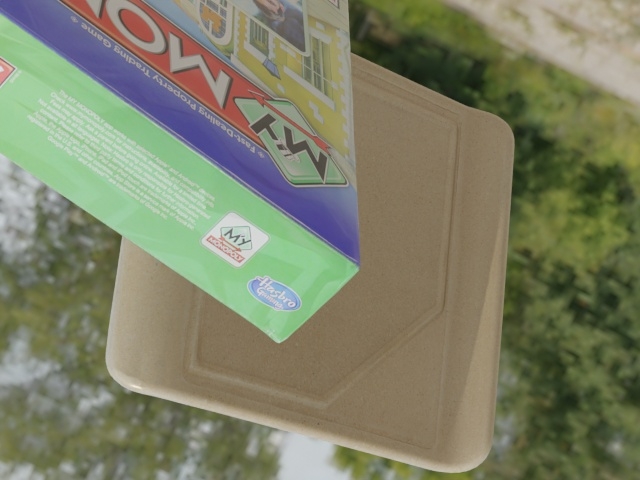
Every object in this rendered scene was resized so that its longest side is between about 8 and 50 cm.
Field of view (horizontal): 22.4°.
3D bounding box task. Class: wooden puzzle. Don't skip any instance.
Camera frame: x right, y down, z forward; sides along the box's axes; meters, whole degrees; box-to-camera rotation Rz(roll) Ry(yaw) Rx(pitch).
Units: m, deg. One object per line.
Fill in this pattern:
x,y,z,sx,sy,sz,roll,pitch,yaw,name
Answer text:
0.000,0.000,0.887,0.238,0.221,0.044,18,158,-32,wooden puzzle

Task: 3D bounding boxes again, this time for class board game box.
-0.119,-0.123,0.561,0.317,0.046,0.213,36,-153,-23,board game box
